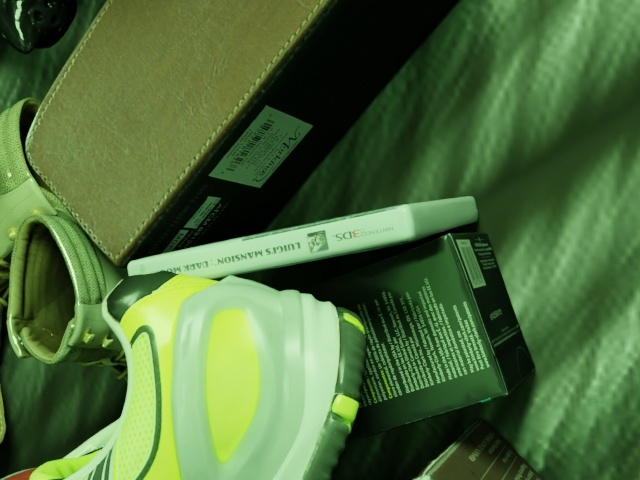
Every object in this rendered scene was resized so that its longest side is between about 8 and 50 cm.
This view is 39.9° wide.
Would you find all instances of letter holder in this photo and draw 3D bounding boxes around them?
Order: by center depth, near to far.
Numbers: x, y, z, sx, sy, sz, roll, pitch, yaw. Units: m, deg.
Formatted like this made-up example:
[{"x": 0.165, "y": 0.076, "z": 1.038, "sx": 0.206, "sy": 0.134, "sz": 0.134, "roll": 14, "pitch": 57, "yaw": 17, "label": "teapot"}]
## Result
[{"x": -0.075, "y": -0.160, "z": 0.620, "sx": 0.214, "sy": 0.152, "sz": 0.302, "roll": 46, "pitch": 105, "yaw": 17, "label": "letter holder"}]

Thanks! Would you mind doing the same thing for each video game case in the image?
[{"x": 0.000, "y": 0.000, "z": 0.566, "sx": 0.173, "sy": 0.190, "sz": 0.022, "roll": -12, "pitch": 90, "yaw": 21, "label": "video game case"}]

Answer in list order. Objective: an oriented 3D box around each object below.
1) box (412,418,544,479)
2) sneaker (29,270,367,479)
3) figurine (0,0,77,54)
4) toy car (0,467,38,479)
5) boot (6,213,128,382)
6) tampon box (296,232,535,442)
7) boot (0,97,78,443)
[{"x": 0.100, "y": 0.249, "z": 0.537, "sx": 0.203, "sy": 0.167, "sz": 0.168, "roll": 44, "pitch": 104, "yaw": 16, "label": "box"}, {"x": -0.107, "y": 0.196, "z": 0.491, "sx": 0.147, "sy": 0.145, "sz": 0.385, "roll": 22, "pitch": 88, "yaw": -2, "label": "sneaker"}, {"x": -0.292, "y": -0.138, "z": 0.684, "sx": 0.209, "sy": 0.092, "sz": 0.215, "roll": 26, "pitch": 85, "yaw": 37, "label": "figurine"}, {"x": -0.253, "y": 0.208, "z": 0.611, "sx": 0.219, "sy": 0.210, "sz": 0.238, "roll": -31, "pitch": 118, "yaw": 10, "label": "toy car"}, {"x": -0.141, "y": 0.085, "z": 0.632, "sx": 0.077, "sy": 0.165, "sz": 0.213, "roll": -16, "pitch": 82, "yaw": 21, "label": "boot"}, {"x": 0.042, "y": 0.068, "z": 0.586, "sx": 0.161, "sy": 0.120, "sz": 0.101, "roll": -21, "pitch": 83, "yaw": 20, "label": "tampon box"}, {"x": -0.266, "y": 0.035, "z": 0.723, "sx": 0.203, "sy": 0.095, "sz": 0.262, "roll": -24, "pitch": 76, "yaw": 19, "label": "boot"}]
